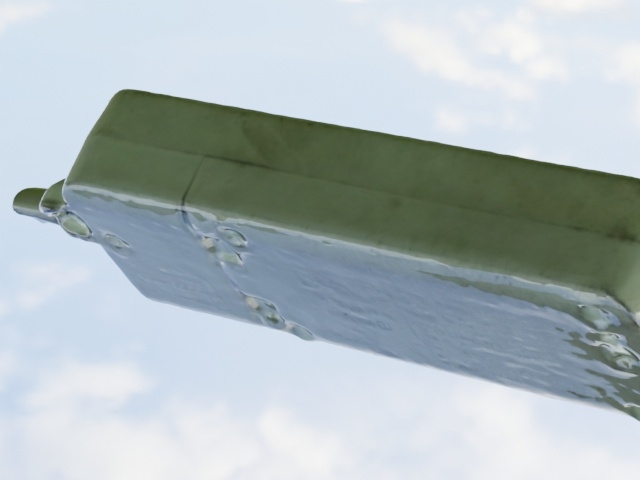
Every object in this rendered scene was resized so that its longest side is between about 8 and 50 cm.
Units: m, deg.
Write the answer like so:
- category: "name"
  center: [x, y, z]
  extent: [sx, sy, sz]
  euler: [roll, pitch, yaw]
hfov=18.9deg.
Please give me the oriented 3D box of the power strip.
- category: "power strip"
  center: [0.000, 0.000, 0.705]
  extent: [0.288, 0.093, 0.053]
  euler: [13, -116, 30]
